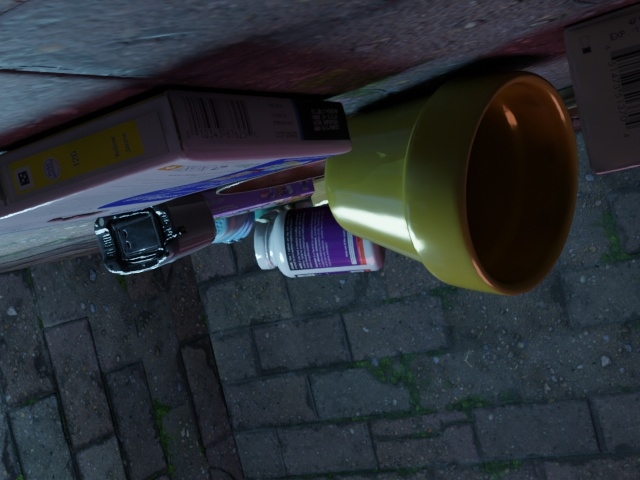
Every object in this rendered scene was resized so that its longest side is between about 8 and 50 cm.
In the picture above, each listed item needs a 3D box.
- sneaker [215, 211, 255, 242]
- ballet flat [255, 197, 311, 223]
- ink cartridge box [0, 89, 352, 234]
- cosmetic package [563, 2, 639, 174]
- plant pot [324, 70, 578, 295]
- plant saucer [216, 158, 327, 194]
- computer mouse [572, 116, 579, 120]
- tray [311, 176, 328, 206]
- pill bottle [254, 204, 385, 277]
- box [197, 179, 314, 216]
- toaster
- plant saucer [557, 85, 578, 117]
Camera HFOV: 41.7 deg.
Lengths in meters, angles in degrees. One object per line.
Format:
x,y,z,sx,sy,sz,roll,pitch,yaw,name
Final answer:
-0.298,-0.025,2.048,0.319,0.127,0.208,-12,180,29,sneaker
-0.102,-0.094,2.288,0.247,0.087,0.083,-14,180,-28,ballet flat
-0.169,-0.076,0.838,0.307,0.072,0.304,-11,-177,28,ink cartridge box
0.369,-0.162,0.901,0.129,0.153,0.296,-12,-178,30,cosmetic package
0.144,-0.072,1.014,0.239,0.253,0.254,7,-165,43,plant pot
-0.009,-0.126,1.256,0.311,0.050,0.310,-14,180,0,plant saucer
0.469,-0.242,1.790,0.189,0.072,0.272,-14,170,-14,computer mouse
0.192,-0.171,2.090,0.411,0.076,0.203,-14,180,36,tray
0.000,0.000,2.182,0.323,0.181,0.181,-5,-178,12,pill bottle
-0.163,-0.089,1.792,0.293,0.057,0.201,-14,180,-3,box
-0.298,-0.021,1.573,0.227,0.129,0.146,-16,-177,33,toaster
0.490,-0.254,1.463,0.278,0.041,0.278,-14,-179,0,plant saucer
